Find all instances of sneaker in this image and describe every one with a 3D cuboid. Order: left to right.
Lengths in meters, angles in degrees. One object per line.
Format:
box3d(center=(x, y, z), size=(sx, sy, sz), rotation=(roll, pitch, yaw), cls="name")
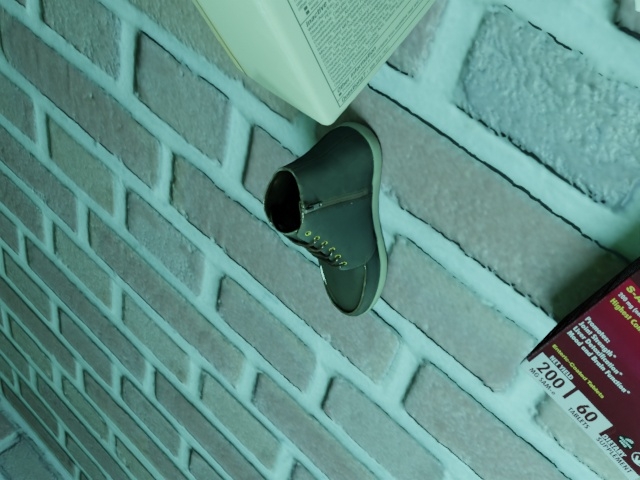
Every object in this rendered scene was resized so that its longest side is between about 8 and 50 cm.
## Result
box3d(center=(0.000, 0.000, 0.745), size=(0.083, 0.118, 0.222), rotation=(21, 129, 37), cls="sneaker")

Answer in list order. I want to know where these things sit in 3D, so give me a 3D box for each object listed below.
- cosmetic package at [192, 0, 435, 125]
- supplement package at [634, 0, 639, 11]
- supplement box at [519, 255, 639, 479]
box3d(center=(-0.025, -0.225, 0.467), size=(0.113, 0.160, 0.309), rotation=(36, 172, 26), cls="cosmetic package")
box3d(center=(0.214, -0.224, 0.372), size=(0.105, 0.105, 0.179), rotation=(2, 118, 47), cls="supplement package")
box3d(center=(0.271, 0.069, 0.540), size=(0.130, 0.073, 0.239), rotation=(47, 140, 14), cls="supplement box")
